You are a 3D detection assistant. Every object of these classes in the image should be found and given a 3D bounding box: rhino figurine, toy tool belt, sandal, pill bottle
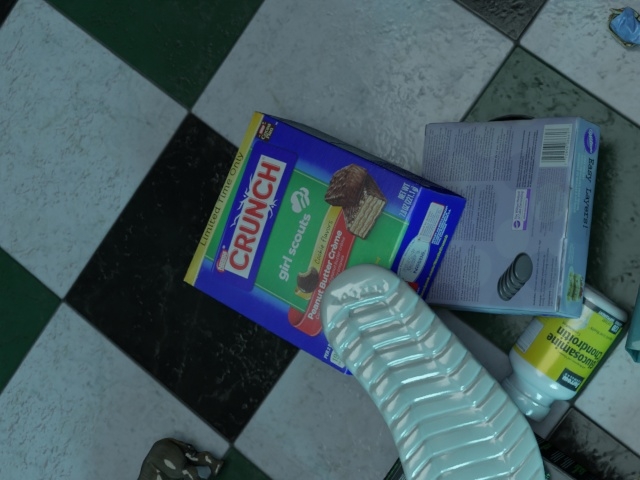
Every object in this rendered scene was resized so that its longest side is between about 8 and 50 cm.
[{"bbox_3d":[-0.244,0.397,1.959,0.106,0.073,0.243,32,99,14],"label":"rhino figurine"},{"bbox_3d":[0.419,-0.279,1.777,0.083,0.051,0.052,39,100,16],"label":"toy tool belt"},{"bbox_3d":[0.149,0.208,1.685,0.169,0.102,0.416,-29,90,-1],"label":"sandal"},{"bbox_3d":[0.313,0.143,1.763,0.103,0.103,0.184,36,99,17],"label":"pill bottle"}]

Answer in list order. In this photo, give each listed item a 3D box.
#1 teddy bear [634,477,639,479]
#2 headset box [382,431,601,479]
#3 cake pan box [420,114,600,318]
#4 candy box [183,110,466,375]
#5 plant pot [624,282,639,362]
[{"bbox_3d":[0.546,0.311,1.670,0.338,0.113,0.245,-49,53,4],"label":"teddy bear"},{"bbox_3d":[0.226,0.367,1.766,0.283,0.131,0.246,34,97,17],"label":"headset box"},{"bbox_3d":[0.237,-0.036,1.764,0.245,0.070,0.267,0,81,40],"label":"cake pan box"},{"bbox_3d":[0.000,0.000,1.827,0.317,0.122,0.268,27,98,37],"label":"candy box"},{"bbox_3d":[0.491,0.045,1.681,0.165,0.165,0.234,9,82,19],"label":"plant pot"}]
